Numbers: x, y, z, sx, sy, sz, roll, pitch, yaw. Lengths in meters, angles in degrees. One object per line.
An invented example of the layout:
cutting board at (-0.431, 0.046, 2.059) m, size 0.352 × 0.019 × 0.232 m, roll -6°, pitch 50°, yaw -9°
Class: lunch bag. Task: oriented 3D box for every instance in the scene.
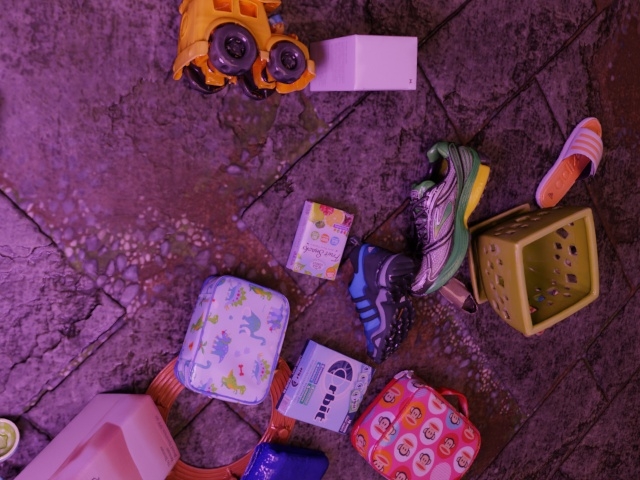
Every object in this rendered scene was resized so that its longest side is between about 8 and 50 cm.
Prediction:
lunch bag at (-0.156, 0.185, 1.096) m, size 0.176 × 0.090 × 0.219 m, roll 21°, pitch 75°, yaw -28°
lunch bag at (0.236, 0.446, 1.370) m, size 0.258 × 0.120 × 0.293 m, roll -49°, pitch 118°, yaw -10°

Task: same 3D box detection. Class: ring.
ring at (-0.192, 0.355, 1.174) m, size 0.336 × 0.032 × 0.337 m, roll -6°, pitch 105°, yaw -26°

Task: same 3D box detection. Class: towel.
towel at (-0.122, 0.561, 1.222) m, size 0.227 × 0.076 × 0.308 m, roll 35°, pitch 84°, yaw -52°

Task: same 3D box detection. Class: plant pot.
plant pot at (0.462, 0.047, 1.345) m, size 0.228 × 0.207 × 0.227 m, roll -22°, pitch 112°, yaw -22°

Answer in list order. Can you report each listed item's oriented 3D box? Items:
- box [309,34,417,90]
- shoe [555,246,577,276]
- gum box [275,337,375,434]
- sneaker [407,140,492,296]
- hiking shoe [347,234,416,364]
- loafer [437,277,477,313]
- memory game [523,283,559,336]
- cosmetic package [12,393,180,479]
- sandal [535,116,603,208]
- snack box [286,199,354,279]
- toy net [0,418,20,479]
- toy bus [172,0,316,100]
box at (0.074, -0.317, 1.075) m, size 0.130 × 0.170 × 0.091 m, roll -8°, pitch 105°, yaw -27°
shoe at (0.639, 0.064, 1.524) m, size 0.178 × 0.063 × 0.081 m, roll -28°, pitch 108°, yaw -24°
gum box at (0.014, 0.309, 1.248) m, size 0.184 × 0.041 × 0.157 m, roll 31°, pitch 81°, yaw -37°
sneaker at (0.236, -0.047, 1.264) m, size 0.146 × 0.134 × 0.344 m, roll 19°, pitch 84°, yaw -23°
hiking shoe at (0.121, 0.127, 1.246) m, size 0.113 × 0.132 × 0.304 m, roll -30°, pitch 137°, yaw -35°
loafer at (0.317, 0.122, 1.376) m, size 0.148 × 0.050 × 0.056 m, roll 37°, pitch 84°, yaw -30°
memory game at (0.563, 0.163, 1.537) m, size 0.186 × 0.012 × 0.186 m, roll -7°, pitch 105°, yaw -27°
cosmetic package at (-0.373, 0.396, 0.942) m, size 0.296 × 0.129 × 0.153 m, roll -54°, pitch 132°, yaw -54°
sandal at (0.632, -0.179, 1.456) m, size 0.102 × 0.076 × 0.265 m, roll 38°, pitch 83°, yaw -30°
snack box at (0.000, 0.000, 1.187) m, size 0.100 × 0.037 × 0.141 m, roll 15°, pitch 95°, yaw -29°
toy net at (-0.511, 0.408, 0.942) m, size 0.122 × 0.045 × 0.232 m, roll -22°, pitch 72°, yaw -30°
toy bus at (-0.127, -0.355, 0.991) m, size 0.220 × 0.149 × 0.211 m, roll 1°, pitch 85°, yaw -30°
